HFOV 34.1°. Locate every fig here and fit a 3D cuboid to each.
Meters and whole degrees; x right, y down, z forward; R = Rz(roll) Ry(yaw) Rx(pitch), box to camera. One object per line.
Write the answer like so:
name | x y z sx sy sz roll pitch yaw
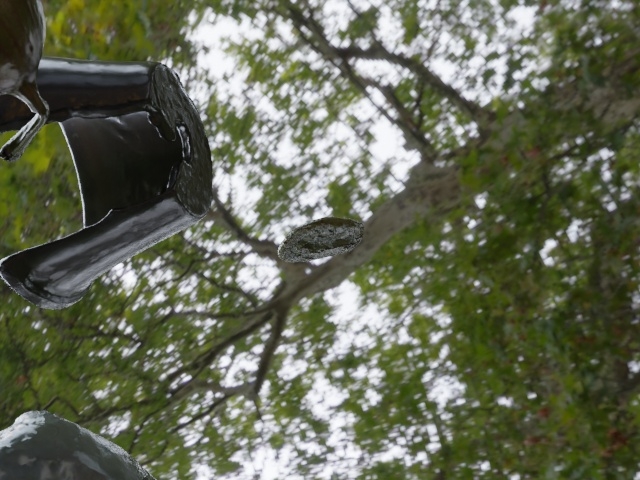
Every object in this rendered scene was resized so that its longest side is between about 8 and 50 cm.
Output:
fig | -0.303 -0.178 0.920 0.148 0.142 0.186 -43 -82 4

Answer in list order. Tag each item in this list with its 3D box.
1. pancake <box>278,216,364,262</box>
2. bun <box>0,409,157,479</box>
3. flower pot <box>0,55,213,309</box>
pancake | 0.001 0.000 1.229 0.108 0.108 0.017 -4 -115 -24
bun | -0.264 0.290 0.849 0.354 0.194 0.355 -11 -60 -20
flower pot | -0.299 -0.114 1.450 0.251 0.379 0.380 -14 -104 13
